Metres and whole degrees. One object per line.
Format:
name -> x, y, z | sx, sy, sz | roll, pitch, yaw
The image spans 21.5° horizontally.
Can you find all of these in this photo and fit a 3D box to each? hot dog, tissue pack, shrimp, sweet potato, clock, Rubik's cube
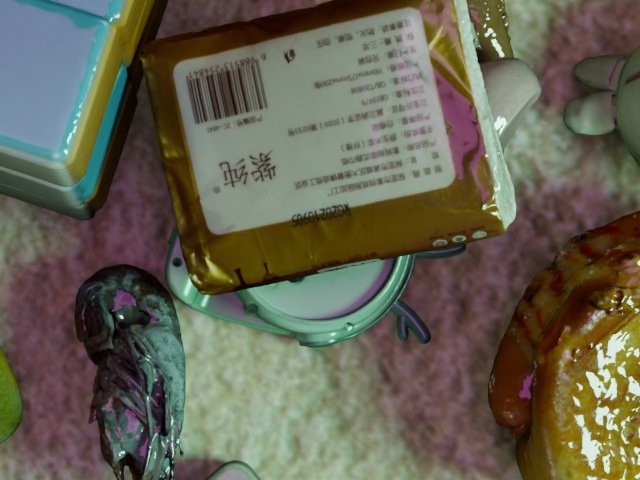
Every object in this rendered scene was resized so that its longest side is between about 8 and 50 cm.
hot dog -> 0.222, 0.070, 1.223 | 0.257, 0.150, 0.153 | -42, 99, -4
tissue pack -> 0.007, -0.072, 1.149 | 0.226, 0.092, 0.183 | -12, 94, 11
shrimp -> -0.132, 0.128, 1.220 | 0.079, 0.090, 0.233 | 0, 72, -23
sweet potato -> 0.104, -0.201, 1.274 | 0.068, 0.060, 0.206 | -27, 97, -13
clock -> 0.000, 0.000, 1.251 | 0.211, 0.066, 0.159 | 20, 86, -3
Rubik's cube -> -0.249, -0.203, 1.137 | 0.290, 0.291, 0.291 | 19, 85, -2

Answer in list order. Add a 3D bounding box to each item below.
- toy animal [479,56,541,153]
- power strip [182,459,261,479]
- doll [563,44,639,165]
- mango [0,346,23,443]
toy animal -> 0.049, -0.125, 1.241 | 0.212, 0.124, 0.124 | 30, 85, 5
power strip -> -0.028, 0.289, 1.242 | 0.118, 0.046, 0.270 | -39, 90, -5
doll -> 0.325, -0.098, 1.249 | 0.275, 0.113, 0.155 | 13, 68, -1
mango -> -0.314, 0.044, 1.208 | 0.133, 0.111, 0.267 | -42, 95, -16
